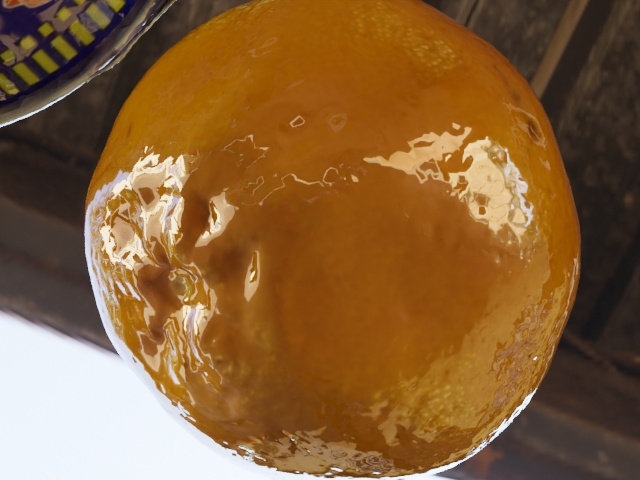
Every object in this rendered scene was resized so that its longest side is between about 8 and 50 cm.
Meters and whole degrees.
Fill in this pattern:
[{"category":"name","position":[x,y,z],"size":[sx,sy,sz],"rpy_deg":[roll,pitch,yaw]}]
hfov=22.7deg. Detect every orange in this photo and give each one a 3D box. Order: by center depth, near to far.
[{"category":"orange","position":[0.000,0.000,0.490],"size":[0.159,0.136,0.159],"rpy_deg":[8,-76,35]}]

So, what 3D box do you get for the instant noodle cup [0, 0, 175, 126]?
[{"category":"instant noodle cup","position":[-0.233,-0.228,0.758],"size":[0.284,0.284,0.312],"rpy_deg":[-6,-18,14]}]
